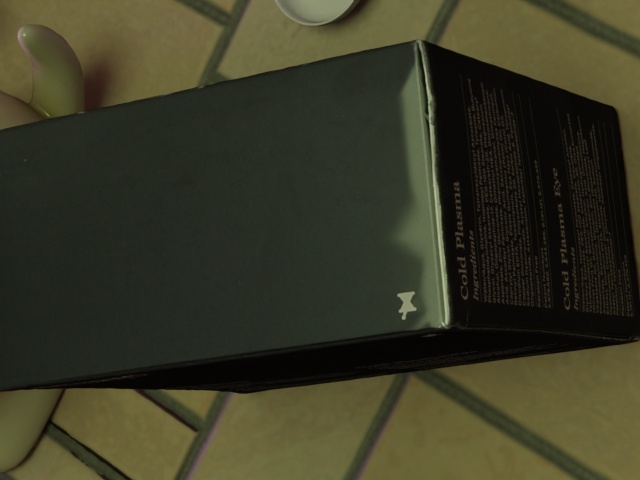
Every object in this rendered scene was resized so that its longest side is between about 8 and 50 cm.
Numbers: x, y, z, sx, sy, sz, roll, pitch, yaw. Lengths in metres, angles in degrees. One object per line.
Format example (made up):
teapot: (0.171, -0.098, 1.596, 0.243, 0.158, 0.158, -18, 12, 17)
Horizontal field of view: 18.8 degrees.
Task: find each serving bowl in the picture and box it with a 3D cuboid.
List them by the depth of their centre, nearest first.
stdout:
serving bowl: (0.003, -0.205, 1.497, 0.083, 0.027, 0.083, -2, 85, 29)

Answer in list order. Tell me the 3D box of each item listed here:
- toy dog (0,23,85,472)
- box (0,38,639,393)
toy dog: (-0.363, 0.007, 1.475, 0.395, 0.408, 0.284, -46, 67, 20)
box: (0.000, 0.000, 1.323, 0.343, 0.312, 0.179, -10, 82, 29)
